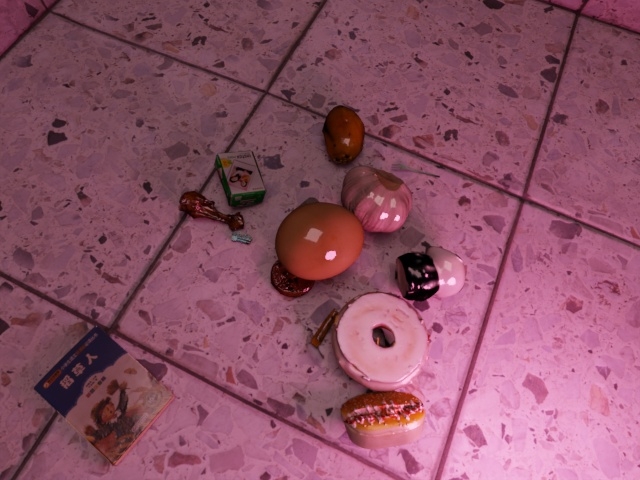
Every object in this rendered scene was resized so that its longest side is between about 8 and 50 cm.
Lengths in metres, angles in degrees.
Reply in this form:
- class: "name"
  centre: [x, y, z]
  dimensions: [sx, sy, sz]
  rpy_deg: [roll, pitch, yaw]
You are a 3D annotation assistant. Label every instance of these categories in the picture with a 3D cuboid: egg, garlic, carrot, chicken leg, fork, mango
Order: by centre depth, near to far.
- class: "egg"
  centre: [0.000, 0.000, 1.732]
  dimensions: [0.373, 0.301, 0.301]
  rpy_deg: [-14, 65, -39]
- class: "carrot"
  centre: [0.021, 0.346, 1.757]
  dimensions: [0.042, 0.042, 0.171]
  rpy_deg: [32, 67, 11]
- class: "garlic"
  centre: [0.231, -0.169, 1.879]
  dimensions: [0.317, 0.260, 0.318]
  rpy_deg: [17, 31, -10]
- class: "chicken leg"
  centre: [-0.469, -0.119, 1.916]
  dimensions: [0.304, 0.093, 0.113]
  rpy_deg: [24, 85, -1]
- class: "mango"
  centre: [0.109, -0.493, 2.061]
  dimensions: [0.201, 0.153, 0.288]
  rpy_deg: [-7, 64, 6]
- class: "fork"
  centre: [0.449, -0.329, 2.075]
  dimensions: [0.234, 0.021, 0.039]
  rpy_deg: [11, 70, 3]

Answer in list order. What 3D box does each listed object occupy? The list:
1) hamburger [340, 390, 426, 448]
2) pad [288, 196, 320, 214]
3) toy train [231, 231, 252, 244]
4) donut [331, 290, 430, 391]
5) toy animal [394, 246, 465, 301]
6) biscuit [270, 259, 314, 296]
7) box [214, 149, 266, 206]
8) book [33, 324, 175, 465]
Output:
- class: "hamburger"
  centre: [0.221, 0.612, 1.554]
  dimensions: [0.294, 0.227, 0.152]
  rpy_deg: [-9, 98, -6]
- class: "pad"
  centre: [-0.069, -0.033, 1.906]
  dimensions: [0.323, 0.055, 0.250]
  rpy_deg: [-34, 72, -34]
- class: "toy train"
  centre: [-0.339, -0.009, 1.899]
  dimensions: [0.092, 0.029, 0.045]
  rpy_deg: [15, 74, 3]
- class: "donut"
  centre: [0.227, 0.381, 1.694]
  dimensions: [0.381, 0.142, 0.383]
  rpy_deg: [1, 68, -3]
- class: "toy animal"
  centre: [0.442, 0.134, 1.787]
  dimensions: [0.266, 0.213, 0.213]
  rpy_deg: [-8, 67, -10]
- class: "biscuit"
  centre: [-0.114, 0.148, 1.831]
  dimensions: [0.191, 0.049, 0.192]
  rpy_deg: [0, 60, 0]
- class: "box"
  centre: [-0.356, -0.275, 1.949]
  dimensions: [0.179, 0.103, 0.250]
  rpy_deg: [-11, 66, -26]
- class: "book"
  centre: [-0.792, 0.557, 1.628]
  dimensions: [0.427, 0.039, 0.300]
  rpy_deg: [35, 70, 12]
